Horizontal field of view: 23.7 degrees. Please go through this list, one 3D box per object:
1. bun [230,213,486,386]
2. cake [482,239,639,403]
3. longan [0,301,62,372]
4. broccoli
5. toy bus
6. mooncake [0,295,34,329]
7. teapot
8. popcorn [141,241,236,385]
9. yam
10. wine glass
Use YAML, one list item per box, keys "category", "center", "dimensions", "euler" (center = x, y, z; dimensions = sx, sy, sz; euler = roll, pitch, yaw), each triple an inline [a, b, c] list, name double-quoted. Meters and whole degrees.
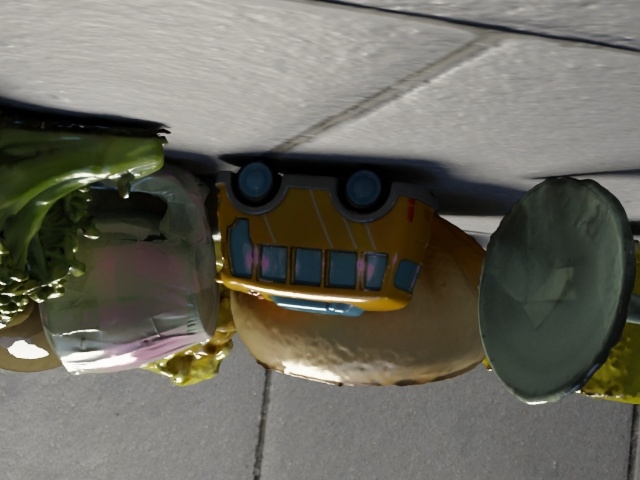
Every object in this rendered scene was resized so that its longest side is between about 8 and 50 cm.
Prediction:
- category: "bun"
  center: [0.056, 0.036, 1.609]
  dimensions: [0.299, 0.164, 0.299]
  euler: [2, -163, -1]
- category: "cake"
  center: [0.299, 0.078, 1.676]
  dimensions: [0.260, 0.179, 0.156]
  euler: [10, -179, 42]
- category: "longan"
  center: [-0.380, 0.047, 1.895]
  dimensions: [0.248, 0.248, 0.248]
  euler: [6, 175, 1]
- category: "broccoli"
  center: [-0.269, -0.016, 1.312]
  dimensions: [0.273, 0.180, 0.242]
  euler: [5, 174, 7]
- category: "toy bus"
  center: [0.000, 0.000, 1.440]
  dimensions: [0.210, 0.136, 0.126]
  euler: [5, 175, 17]
- category: "mooncake"
  center: [-0.460, 0.094, 1.590]
  dimensions: [0.246, 0.394, 0.393]
  euler: [9, -172, -21]
- category: "teapot"
  center: [-0.187, 0.019, 1.541]
  dimensions: [0.178, 0.221, 0.163]
  euler: [-6, 179, 5]
- category: "popcorn"
  center: [-0.163, 0.059, 1.795]
  dimensions: [0.174, 0.225, 0.286]
  euler: [5, 177, -26]
- category: "yam"
  center: [-0.174, -0.037, 1.611]
  dimensions: [0.169, 0.068, 0.068]
  euler: [6, 175, 15]
- category: "wine glass"
  center: [0.364, 0.082, 1.412]
  dimensions: [0.406, 0.267, 0.267]
  euler: [15, 171, -31]
